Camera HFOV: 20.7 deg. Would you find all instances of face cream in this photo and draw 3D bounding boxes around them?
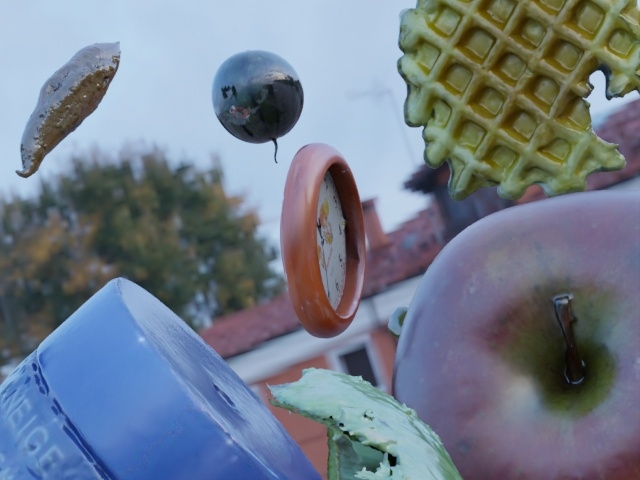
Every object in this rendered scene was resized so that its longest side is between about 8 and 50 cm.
[{"bbox_3d":[-0.146,0.189,1.296,0.225,0.249,0.249,-44,-17,2],"label":"face cream"}]

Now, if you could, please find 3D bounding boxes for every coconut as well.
[{"bbox_3d":[0.027,0.099,0.615,0.055,0.133,0.158,-21,18,-6],"label":"coconut"}]

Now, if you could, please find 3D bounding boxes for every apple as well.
[{"bbox_3d":[0.152,0.087,0.950,0.230,0.230,0.230,-16,-15,-4],"label":"apple"}]

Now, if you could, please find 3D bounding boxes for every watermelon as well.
[{"bbox_3d":[-0.067,-0.151,1.982,0.105,0.133,0.105,-18,7,2],"label":"watermelon"}]

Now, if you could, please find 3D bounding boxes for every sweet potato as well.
[{"bbox_3d":[-0.262,-0.143,1.806,0.206,0.060,0.068,-61,12,-28],"label":"sweet potato"}]

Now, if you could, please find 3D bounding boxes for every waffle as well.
[{"bbox_3d":[0.188,-0.164,1.638,0.250,0.261,0.056,-13,2,20],"label":"waffle"}]

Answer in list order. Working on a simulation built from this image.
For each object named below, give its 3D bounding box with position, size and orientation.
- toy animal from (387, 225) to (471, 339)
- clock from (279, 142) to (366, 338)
[{"bbox_3d":[0.149,0.158,1.872,0.363,0.181,0.180,-53,17,10],"label":"toy animal"},{"bbox_3d":[0.000,0.000,1.832,0.051,0.205,0.205,-4,-10,17],"label":"clock"}]
